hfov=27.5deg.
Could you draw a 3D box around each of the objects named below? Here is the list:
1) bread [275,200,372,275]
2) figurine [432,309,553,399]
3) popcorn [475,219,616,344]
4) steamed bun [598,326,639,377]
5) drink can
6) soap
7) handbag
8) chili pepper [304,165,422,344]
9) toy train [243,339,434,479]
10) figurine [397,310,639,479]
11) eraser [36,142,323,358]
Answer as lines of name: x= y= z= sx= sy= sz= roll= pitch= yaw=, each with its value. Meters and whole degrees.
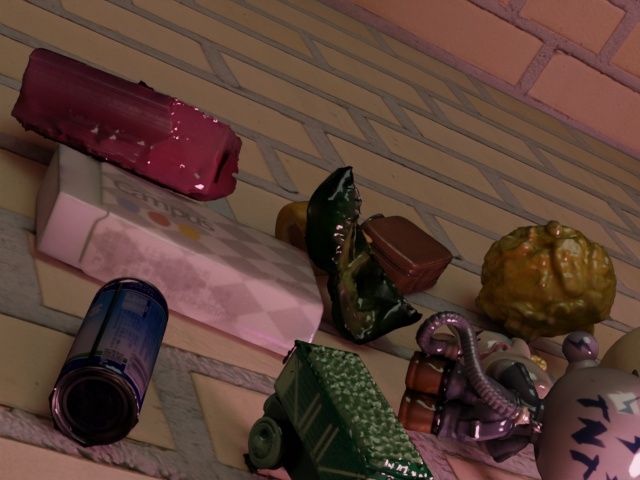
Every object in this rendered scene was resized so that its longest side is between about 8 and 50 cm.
bread: x=-0.001 y=0.001 z=2.083 sx=0.134 sy=0.085 sz=0.173 roll=49 pitch=24 yaw=18
figurine: x=0.269 y=0.196 z=1.982 sx=0.155 sy=0.127 sz=0.235 roll=4 pitch=27 yaw=-19
popcorn: x=0.396 y=0.086 z=2.295 sx=0.249 sy=0.249 sz=0.225 roll=21 pitch=59 yaw=-28
steamed bun: x=0.671 y=0.311 z=2.011 sx=0.456 sy=0.290 sz=0.371 roll=-5 pitch=29 yaw=-2
drink can: x=-0.228 y=0.128 z=1.435 sx=0.097 sy=0.097 sz=0.235 roll=29 pitch=20 yaw=-11
soap: x=-0.268 y=-0.158 z=1.885 sx=0.325 sy=0.127 sz=0.220 roll=24 pitch=-2 yaw=2
handbag: x=0.136 y=0.021 z=2.270 sx=0.151 sy=0.072 sz=0.193 roll=40 pitch=22 yaw=20
chili pepper: x=0.039 y=0.024 z=1.944 sx=0.148 sy=0.264 sz=0.116 roll=-29 pitch=17 yaw=-37
toy train: x=0.012 y=0.238 z=1.448 sx=0.115 sy=0.154 sz=0.269 roll=16 pitch=25 yaw=-33
figurine: x=0.299 y=0.249 z=1.753 sx=0.382 sy=0.261 sz=0.186 roll=13 pitch=10 yaw=9
eraser: x=-0.189 y=0.015 z=1.774 sx=0.397 sy=0.082 sz=0.213 roll=25 pitch=19 yaw=-21
